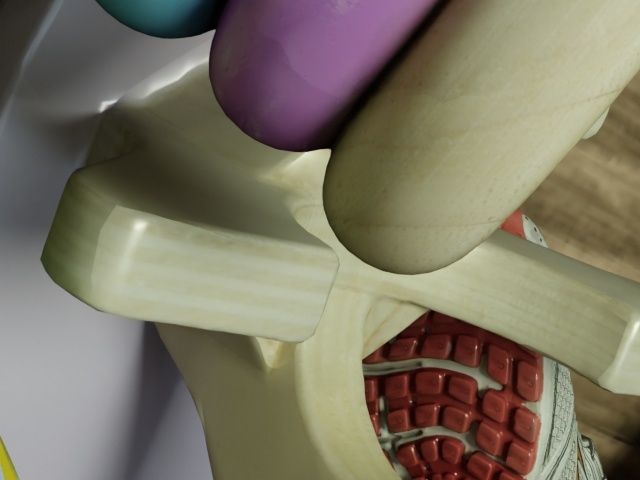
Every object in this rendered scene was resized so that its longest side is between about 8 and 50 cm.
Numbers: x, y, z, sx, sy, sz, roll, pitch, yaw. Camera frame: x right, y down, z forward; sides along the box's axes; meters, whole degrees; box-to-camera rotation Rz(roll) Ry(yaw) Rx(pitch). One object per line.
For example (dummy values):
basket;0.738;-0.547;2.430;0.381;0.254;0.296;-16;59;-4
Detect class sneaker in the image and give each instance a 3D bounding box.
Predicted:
sneaker;0.063;0.086;0.712;0.093;0.088;0.225;-34;131;-48

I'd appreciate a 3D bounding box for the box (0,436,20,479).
box;-0.243;0.036;0.380;0.290;0.177;0.279;-31;127;-21

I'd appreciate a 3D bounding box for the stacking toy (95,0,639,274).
stacking toy;-0.065;-0.143;0.376;0.330;0.141;0.141;38;86;0

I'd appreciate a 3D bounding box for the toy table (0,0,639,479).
toy table;0.000;0.000;0.556;0.252;0.161;0.274;-2;113;-37
